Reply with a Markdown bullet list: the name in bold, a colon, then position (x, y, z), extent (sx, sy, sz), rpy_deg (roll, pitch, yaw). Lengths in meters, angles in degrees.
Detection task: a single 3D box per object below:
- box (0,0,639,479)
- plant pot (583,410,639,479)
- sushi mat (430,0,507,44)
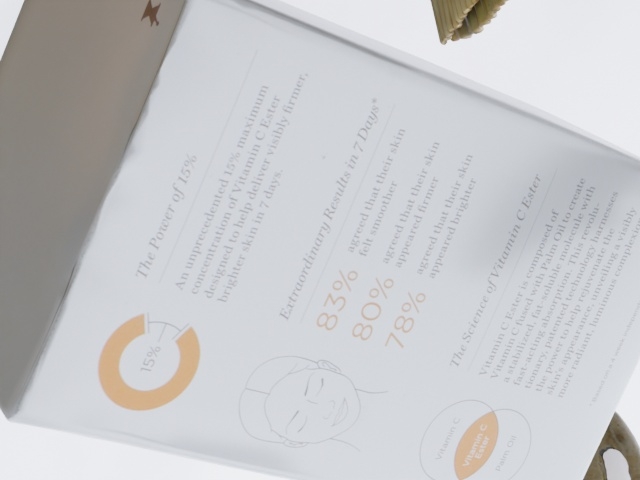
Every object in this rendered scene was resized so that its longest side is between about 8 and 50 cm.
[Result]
- **box**: position (0.000, 0.000, 0.874), extent (0.168, 0.345, 0.215), rpy_deg (35, -76, 54)
- **plant pot**: position (0.138, 0.268, 1.275), extent (0.333, 0.305, 0.334), rpy_deg (-5, -130, 6)
- **sushi mat**: position (0.045, -0.255, 0.718), extent (0.019, 0.316, 0.151), rpy_deg (-12, 175, -15)
